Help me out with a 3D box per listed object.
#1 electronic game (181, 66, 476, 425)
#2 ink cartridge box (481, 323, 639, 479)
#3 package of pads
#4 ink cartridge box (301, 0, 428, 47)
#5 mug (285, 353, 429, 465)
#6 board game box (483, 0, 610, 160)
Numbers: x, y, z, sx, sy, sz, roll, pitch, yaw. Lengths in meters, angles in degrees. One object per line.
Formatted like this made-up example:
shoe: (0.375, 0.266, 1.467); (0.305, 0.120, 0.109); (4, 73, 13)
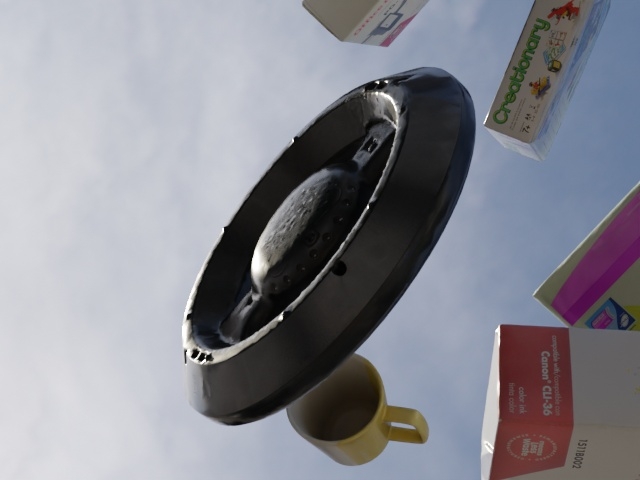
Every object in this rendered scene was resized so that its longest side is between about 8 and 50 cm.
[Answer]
electronic game: (0.000, 0.000, 0.747); (0.048, 0.229, 0.229); (37, -48, -21)
ink cartridge box: (0.191, 0.109, 0.747); (0.198, 0.067, 0.115); (2, -40, 3)
package of pads: (0.405, 0.029, 1.426); (0.229, 0.101, 0.296); (43, -65, 9)
ink cartridge box: (0.060, -0.258, 1.399); (0.063, 0.150, 0.109); (46, -71, 10)
mug: (0.021, 0.115, 0.851); (0.078, 0.062, 0.064); (40, -13, 32)
board game box: (0.233, -0.182, 1.366); (0.053, 0.305, 0.193); (23, -86, 10)
